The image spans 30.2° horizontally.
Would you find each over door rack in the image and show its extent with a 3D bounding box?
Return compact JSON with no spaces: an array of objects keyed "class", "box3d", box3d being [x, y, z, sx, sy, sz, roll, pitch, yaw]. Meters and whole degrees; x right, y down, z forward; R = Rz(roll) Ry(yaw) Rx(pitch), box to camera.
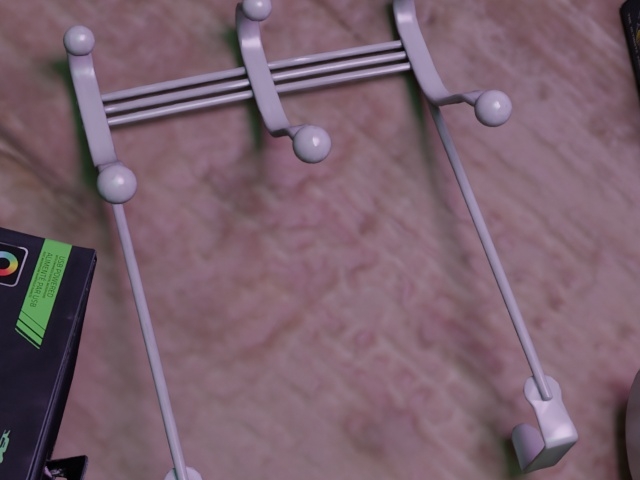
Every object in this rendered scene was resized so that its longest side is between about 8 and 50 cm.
[{"class":"over door rack","box3d":[0.000,0.000,0.685,0.239,0.108,0.324,-12,77,-12]}]

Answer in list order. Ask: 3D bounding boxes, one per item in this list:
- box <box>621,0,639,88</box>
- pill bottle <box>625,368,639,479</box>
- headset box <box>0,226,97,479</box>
[{"class":"box","box3d":[0.316,-0.069,0.792,0.183,0.059,0.232,-8,79,-11]},{"class":"pill bottle","box3d":[0.319,0.117,0.713,0.246,0.136,0.136,0,78,-10]},{"class":"headset box","box3d":[-0.257,0.104,0.564,0.283,0.131,0.246,15,48,-7]}]
